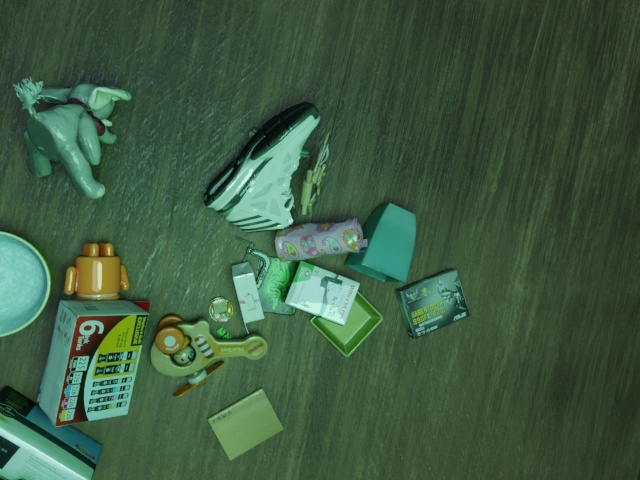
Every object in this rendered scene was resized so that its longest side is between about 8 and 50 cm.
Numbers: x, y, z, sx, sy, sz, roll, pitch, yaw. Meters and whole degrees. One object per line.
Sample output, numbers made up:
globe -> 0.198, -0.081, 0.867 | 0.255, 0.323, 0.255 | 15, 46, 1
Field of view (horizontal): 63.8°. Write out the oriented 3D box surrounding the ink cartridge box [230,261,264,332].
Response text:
ink cartridge box -> -0.226, 0.180, 1.617 | 0.067, 0.115, 0.198 | -13, 108, -10

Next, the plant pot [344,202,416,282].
plant pot -> 0.217, 0.004, 1.722 | 0.166, 0.166, 0.234 | 23, 80, -15

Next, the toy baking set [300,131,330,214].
toy baking set -> -0.016, -0.207, 1.622 | 0.030, 0.256, 0.196 | 17, 44, 9

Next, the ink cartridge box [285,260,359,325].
ink cartridge box -> 0.006, 0.173, 1.674 | 0.209, 0.087, 0.152 | 20, 82, -1

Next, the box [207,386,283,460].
box -> -0.246, 0.606, 1.699 | 0.201, 0.021, 0.164 | -27, 100, -12

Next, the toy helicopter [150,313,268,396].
toy helicopter -> -0.342, 0.356, 1.601 | 0.356, 0.140, 0.234 | 0, 99, -14

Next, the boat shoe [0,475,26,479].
boat shoe -> -0.757, 0.647, 1.300 | 0.076, 0.080, 0.228 | -43, 104, -15

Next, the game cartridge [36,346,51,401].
game cartridge -> -0.709, 0.355, 1.547 | 0.198, 0.062, 0.296 | 16, 89, -19

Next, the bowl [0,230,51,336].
bowl -> -0.893, 0.112, 1.429 | 0.290, 0.156, 0.289 | -1, 94, -15

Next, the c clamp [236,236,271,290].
c clamp -> -0.234, 0.084, 1.674 | 0.137, 0.022, 0.160 | 19, 89, -17

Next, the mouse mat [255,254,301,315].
mouse mat -> -0.143, 0.151, 1.711 | 0.153, 0.007, 0.189 | 9, 90, -15

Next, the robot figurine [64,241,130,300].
robot figurine -> -0.652, 0.115, 1.510 | 0.128, 0.158, 0.219 | 3, 92, 6

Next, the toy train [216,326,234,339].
toy train -> -0.305, 0.315, 1.671 | 0.024, 0.017, 0.083 | -42, 102, 1

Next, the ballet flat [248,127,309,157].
ballet flat -> -0.139, -0.297, 1.666 | 0.206, 0.073, 0.067 | 21, 114, -12

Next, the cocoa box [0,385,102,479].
cocoa box -> -0.837, 0.620, 1.434 | 0.347, 0.228, 0.231 | 40, 83, -14

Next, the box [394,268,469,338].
box -> 0.400, 0.223, 1.834 | 0.231, 0.056, 0.182 | -19, 98, -14

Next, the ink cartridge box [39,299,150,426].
ink cartridge box -> -0.601, 0.330, 1.445 | 0.272, 0.130, 0.309 | 6, 100, -48

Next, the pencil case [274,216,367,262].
pencil case -> 0.000, 0.000, 1.627 | 0.285, 0.124, 0.124 | -7, 96, 13

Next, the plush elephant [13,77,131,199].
plush elephant -> -0.674, -0.327, 1.438 | 0.255, 0.272, 0.329 | -47, 144, -44

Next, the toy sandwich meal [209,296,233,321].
toy sandwich meal -> -0.319, 0.223, 1.654 | 0.086, 0.029, 0.085 | -1, 93, -15

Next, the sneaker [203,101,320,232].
sneaker -> -0.124, -0.204, 1.602 | 0.447, 0.169, 0.257 | -43, 122, 11

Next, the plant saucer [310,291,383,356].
plant saucer -> 0.087, 0.267, 1.758 | 0.188, 0.045, 0.188 | -46, 103, -8
